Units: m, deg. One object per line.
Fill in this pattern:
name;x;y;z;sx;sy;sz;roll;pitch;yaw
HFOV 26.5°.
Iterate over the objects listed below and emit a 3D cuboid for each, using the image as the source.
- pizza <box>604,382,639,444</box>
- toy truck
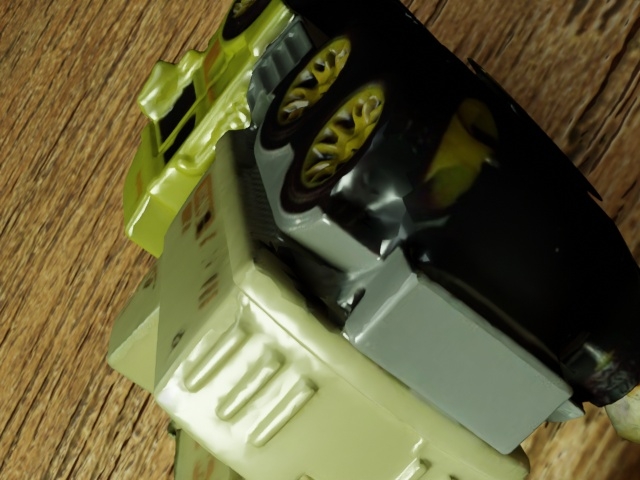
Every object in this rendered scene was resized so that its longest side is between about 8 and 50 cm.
pizza;0.240;-0.007;0.591;0.305;0.085;0.161;-46;22;22
toy truck;0.000;0.000;0.716;0.254;0.180;0.405;-46;23;12
